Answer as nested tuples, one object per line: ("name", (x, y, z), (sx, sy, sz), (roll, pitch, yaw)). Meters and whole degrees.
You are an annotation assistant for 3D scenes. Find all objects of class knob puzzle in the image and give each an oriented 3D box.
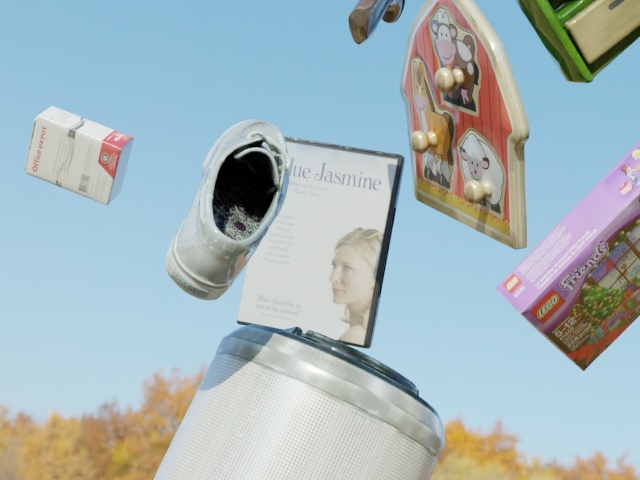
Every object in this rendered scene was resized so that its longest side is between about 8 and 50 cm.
("knob puzzle", (0.100, -0.103, 0.910), (0.030, 0.213, 0.213), (-13, -14, -19))

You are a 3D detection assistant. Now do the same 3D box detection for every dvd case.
("dvd case", (0.000, 0.000, 1.504), (0.180, 0.253, 0.022), (10, -2, 13))

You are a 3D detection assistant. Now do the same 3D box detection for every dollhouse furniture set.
("dollhouse furniture set", (0.330, -0.130, 0.948), (0.301, 0.151, 0.197), (54, -10, -14))

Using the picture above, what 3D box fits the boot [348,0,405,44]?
("boot", (0.059, -0.242, 1.259), (0.037, 0.114, 0.106), (13, -34, 14))

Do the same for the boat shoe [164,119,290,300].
("boat shoe", (-0.059, -0.044, 0.963), (0.079, 0.227, 0.081), (34, -53, -11))

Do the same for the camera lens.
("camera lens", (-0.033, 0.226, 1.011), (0.219, 0.274, 0.219), (24, -14, 6))

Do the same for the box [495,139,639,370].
("box", (0.372, 0.009, 1.424), (0.201, 0.293, 0.057), (38, 8, -46))

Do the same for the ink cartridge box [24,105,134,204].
("ink cartridge box", (-0.354, -0.126, 1.711), (0.135, 0.056, 0.099), (22, -62, 4))
